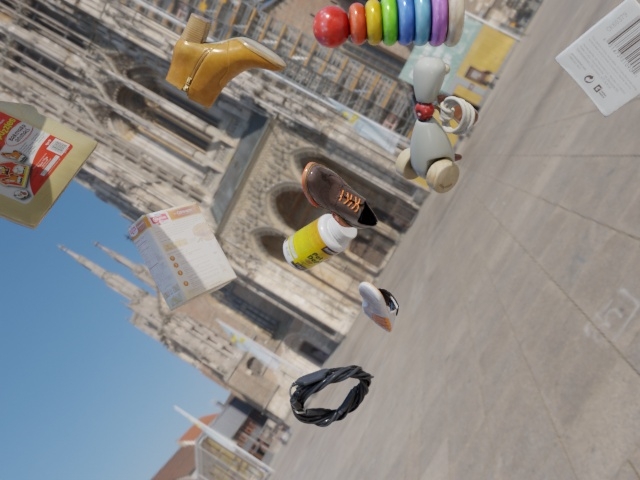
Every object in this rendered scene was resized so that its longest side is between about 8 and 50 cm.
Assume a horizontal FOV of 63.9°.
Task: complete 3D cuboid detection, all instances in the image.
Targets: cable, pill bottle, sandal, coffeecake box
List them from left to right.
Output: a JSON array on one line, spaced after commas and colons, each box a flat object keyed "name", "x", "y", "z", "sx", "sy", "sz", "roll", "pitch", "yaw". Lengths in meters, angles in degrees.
[{"name": "coffeecake box", "x": -0.277, "y": 0.028, "z": 1.041, "sx": 0.068, "sy": 0.185, "sz": 0.142, "roll": -31, "pitch": -4, "yaw": 36}, {"name": "pill bottle", "x": 0.000, "y": 0.000, "z": 1.486, "sx": 0.215, "sy": 0.117, "sz": 0.117, "roll": -31, "pitch": 12, "yaw": 36}, {"name": "cable", "x": 0.029, "y": 0.325, "z": 1.068, "sx": 0.047, "sy": 0.185, "sz": 0.150, "roll": -120, "pitch": 14, "yaw": -58}, {"name": "sandal", "x": 0.165, "y": 0.163, "z": 1.356, "sx": 0.076, "sy": 0.102, "sz": 0.265, "roll": -45, "pitch": -27, "yaw": -15}]

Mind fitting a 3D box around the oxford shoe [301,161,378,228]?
[{"name": "oxford shoe", "x": 0.053, "y": -0.105, "z": 1.225, "sx": 0.271, "sy": 0.098, "sz": 0.096, "roll": 33, "pitch": -105, "yaw": -52}]

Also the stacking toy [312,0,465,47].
[{"name": "stacking toy", "x": 0.146, "y": -0.499, "z": 1.158, "sx": 0.141, "sy": 0.330, "sz": 0.141, "roll": -4, "pitch": -90, "yaw": -87}]

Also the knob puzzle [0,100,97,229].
[{"name": "knob puzzle", "x": -0.417, "y": -0.109, "z": 0.652, "sx": 0.030, "sy": 0.213, "sz": 0.213, "roll": -50, "pitch": 2, "yaw": 45}]

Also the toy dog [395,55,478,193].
[{"name": "toy dog", "x": 0.297, "y": -0.274, "z": 1.249, "sx": 0.161, "sy": 0.220, "sz": 0.333, "roll": -25, "pitch": -29, "yaw": -25}]

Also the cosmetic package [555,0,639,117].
[{"name": "cosmetic package", "x": 0.569, "y": -0.353, "z": 0.984, "sx": 0.151, "sy": 0.151, "sz": 0.184, "roll": -40, "pitch": -2, "yaw": 36}]

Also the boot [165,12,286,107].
[{"name": "boot", "x": -0.258, "y": -0.453, "z": 1.391, "sx": 0.104, "sy": 0.295, "sz": 0.211, "roll": -70, "pitch": 6, "yaw": -65}]
